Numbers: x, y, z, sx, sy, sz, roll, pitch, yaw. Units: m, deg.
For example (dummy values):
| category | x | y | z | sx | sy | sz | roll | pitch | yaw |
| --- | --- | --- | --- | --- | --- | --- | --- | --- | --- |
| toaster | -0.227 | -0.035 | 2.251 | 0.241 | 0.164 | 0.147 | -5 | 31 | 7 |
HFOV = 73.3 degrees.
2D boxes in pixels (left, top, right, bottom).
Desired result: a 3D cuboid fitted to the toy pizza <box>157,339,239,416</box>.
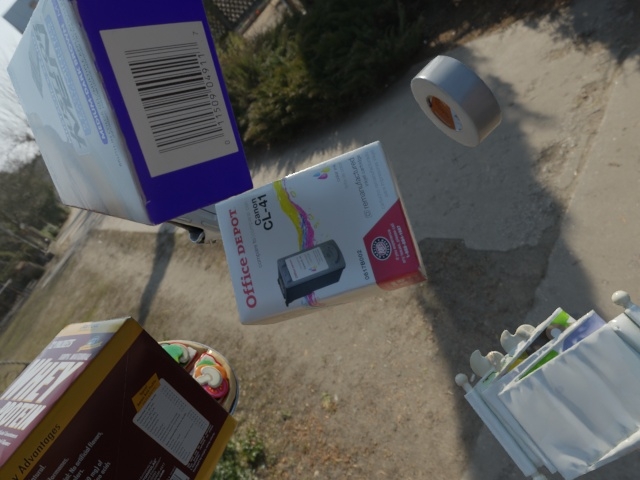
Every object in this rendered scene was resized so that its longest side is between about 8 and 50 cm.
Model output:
| category | x | y | z | sx | sy | sz | roll | pitch | yaw |
| --- | --- | --- | --- | --- | --- | --- | --- | --- | --- |
| toy pizza | -0.228 | 0.230 | 0.683 | 0.201 | 0.201 | 0.032 | -100 | 23 | -54 |

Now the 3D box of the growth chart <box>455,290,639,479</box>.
| category | x | y | z | sx | sy | sz | roll | pitch | yaw |
| --- | --- | --- | --- | --- | --- | --- | --- | --- | --- |
| growth chart | 0.274 | 0.163 | 0.472 | 0.237 | 0.021 | 0.172 | -45 | 58 | 31 |

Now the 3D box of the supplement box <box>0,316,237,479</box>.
| category | x | y | z | sx | sy | sz | roll | pitch | yaw |
| --- | --- | --- | --- | --- | --- | --- | --- | --- | --- |
| supplement box | -0.227 | 0.216 | 0.442 | 0.129 | 0.194 | 0.191 | -12 | 34 | 34 |

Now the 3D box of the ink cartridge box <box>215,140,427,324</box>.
| category | x | y | z | sx | sy | sz | roll | pitch | yaw |
| --- | --- | --- | --- | --- | --- | --- | --- | --- | --- |
| ink cartridge box | 0.000 | 0.000 | 0.734 | 0.306 | 0.131 | 0.226 | -19 | 76 | 13 |

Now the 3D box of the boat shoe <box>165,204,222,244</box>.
| category | x | y | z | sx | sy | sz | roll | pitch | yaw |
| --- | --- | --- | --- | --- | --- | --- | --- | --- | --- |
| boat shoe | -0.245 | -0.032 | 0.898 | 0.095 | 0.258 | 0.084 | -4 | 67 | 48 |

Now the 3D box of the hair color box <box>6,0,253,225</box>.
| category | x | y | z | sx | sy | sz | roll | pitch | yaw |
| --- | --- | --- | --- | --- | --- | --- | --- | --- | --- |
| hair color box | -0.222 | -0.128 | 0.455 | 0.110 | 0.185 | 0.338 | -26 | 22 | -34 |

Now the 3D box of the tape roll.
| category | x | y | z | sx | sy | sz | roll | pitch | yaw |
| --- | --- | --- | --- | --- | --- | --- | --- | --- | --- |
| tape roll | 0.316 | -0.324 | 1.015 | 0.072 | 0.219 | 0.219 | -44 | 29 | 4 |
